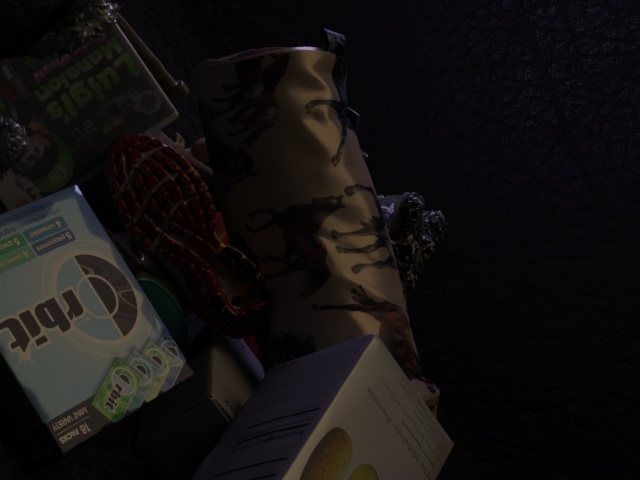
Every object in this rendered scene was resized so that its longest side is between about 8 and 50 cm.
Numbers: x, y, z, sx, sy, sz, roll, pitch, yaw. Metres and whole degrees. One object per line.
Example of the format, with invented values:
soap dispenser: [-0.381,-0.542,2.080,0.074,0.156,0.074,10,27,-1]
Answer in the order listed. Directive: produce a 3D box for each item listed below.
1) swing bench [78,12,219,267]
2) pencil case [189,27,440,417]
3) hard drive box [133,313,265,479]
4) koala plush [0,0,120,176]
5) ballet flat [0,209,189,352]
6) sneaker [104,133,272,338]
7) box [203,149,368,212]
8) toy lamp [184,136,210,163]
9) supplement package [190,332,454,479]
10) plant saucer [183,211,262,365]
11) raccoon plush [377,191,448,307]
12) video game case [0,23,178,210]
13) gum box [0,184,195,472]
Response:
swing bench: [-0.239,-0.139,1.552,0.253,0.165,0.254,49,5,-43]
pencil case: [0.000,0.000,1.453,0.160,0.184,0.410,-25,-102,55]
hard drive box: [-0.089,0.190,1.396,0.181,0.089,0.232,55,7,-17]
koala plush: [-0.280,-0.178,1.159,0.196,0.221,0.203,60,11,11]
ballet flat: [-0.208,0.035,1.284,0.096,0.095,0.280,49,2,29]
sneaker: [-0.140,-0.001,1.365,0.093,0.088,0.225,10,-46,61]
box: [-0.070,-0.081,1.939,0.143,0.165,0.270,34,-10,-13]
toy lamp: [-0.124,-0.118,1.736,0.080,0.275,0.080,55,8,-12]
supplement package: [-0.012,0.216,1.209,0.139,0.134,0.244,54,40,-16]
plant saucer: [-0.059,0.084,1.661,0.258,0.048,0.259,46,21,-7]
raccoon plush: [0.116,0.143,2.107,0.446,0.299,0.216,58,7,4]
video game case: [-0.255,-0.135,1.333,0.173,0.190,0.022,56,-19,-10]
gum box: [-0.203,0.063,1.102,0.184,0.041,0.157,57,38,3]
